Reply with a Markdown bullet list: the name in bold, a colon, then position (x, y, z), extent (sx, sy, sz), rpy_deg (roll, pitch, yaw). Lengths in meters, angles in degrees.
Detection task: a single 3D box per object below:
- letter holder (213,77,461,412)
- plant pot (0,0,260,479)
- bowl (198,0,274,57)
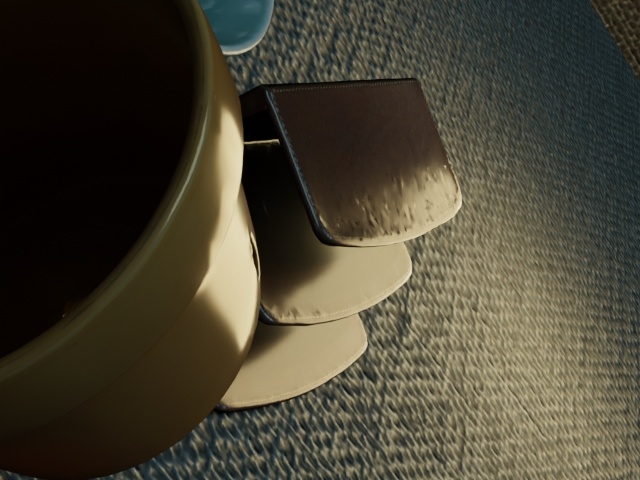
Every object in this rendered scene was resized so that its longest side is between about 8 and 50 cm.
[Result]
- **letter holder**: position (0.000, 0.000, 1.321), extent (0.302, 0.152, 0.214), rpy_deg (-14, 81, -65)
- **plant pot**: position (-0.157, -0.002, 0.892), extent (0.203, 0.291, 0.291), rpy_deg (57, 20, -55)
- **bowl**: position (-0.185, -0.233, 1.161), extent (0.311, 0.163, 0.311), rpy_deg (45, 30, -35)
